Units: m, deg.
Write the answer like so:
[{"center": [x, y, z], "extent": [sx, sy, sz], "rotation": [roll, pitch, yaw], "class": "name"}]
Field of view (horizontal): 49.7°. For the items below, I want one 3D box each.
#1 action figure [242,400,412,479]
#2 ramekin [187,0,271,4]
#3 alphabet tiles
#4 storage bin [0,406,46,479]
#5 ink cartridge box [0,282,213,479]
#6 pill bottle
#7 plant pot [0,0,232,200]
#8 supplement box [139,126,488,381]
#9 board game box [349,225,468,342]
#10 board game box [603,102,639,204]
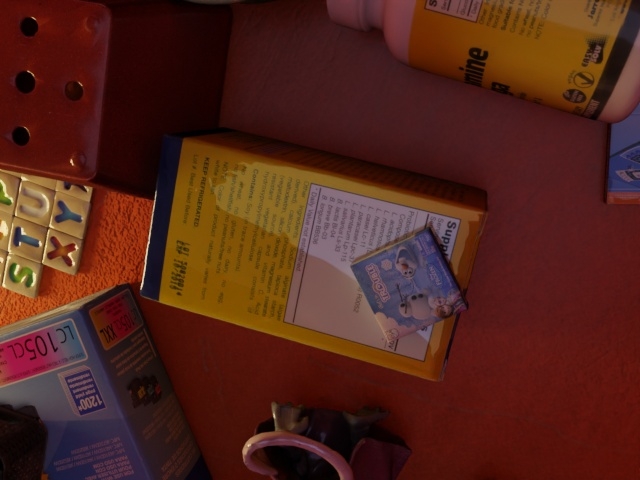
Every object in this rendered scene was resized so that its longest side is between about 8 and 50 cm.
[{"center": [0.005, 0.400, 0.876], "extent": [0.248, 0.276, 0.370], "rotation": [11, 90, 4], "class": "action figure"}, {"center": [-0.095, -0.417, 0.782], "extent": [0.303, 0.148, 0.303], "rotation": [2, 101, 12], "class": "ramekin"}, {"center": [-0.492, -0.081, 1.012], "extent": [0.342, 0.011, 0.285], "rotation": [19, 105, 8], "class": "alphabet tiles"}, {"center": [-0.438, 0.313, 0.890], "extent": [0.122, 0.084, 0.180], "rotation": [16, 106, 11], "class": "storage bin"}, {"center": [-0.335, 0.292, 0.984], "extent": [0.270, 0.151, 0.395], "rotation": [-19, 98, 16], "class": "ink cartridge box"}, {"center": [0.185, -0.256, 0.728], "extent": [0.334, 0.188, 0.188], "rotation": [20, 105, 13], "class": "pill bottle"}, {"center": [-0.283, -0.181, 0.822], "extent": [0.267, 0.236, 0.267], "rotation": [12, 102, 9], "class": "plant pot"}, {"center": [0.000, 0.000, 0.822], "extent": [0.356, 0.195, 0.194], "rotation": [15, 104, 10], "class": "supplement box"}, {"center": [0.089, 0.045, 0.698], "extent": [0.090, 0.020, 0.090], "rotation": [-26, 95, 18], "class": "board game box"}, {"center": [0.474, -0.111, 0.780], "extent": [0.281, 0.027, 0.145], "rotation": [1, 100, 12], "class": "board game box"}]
